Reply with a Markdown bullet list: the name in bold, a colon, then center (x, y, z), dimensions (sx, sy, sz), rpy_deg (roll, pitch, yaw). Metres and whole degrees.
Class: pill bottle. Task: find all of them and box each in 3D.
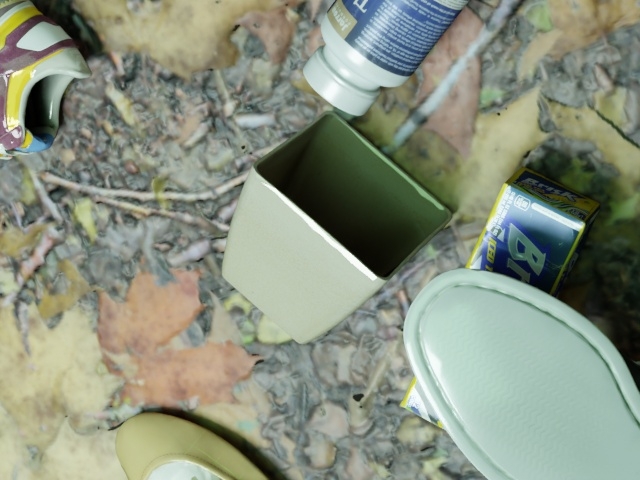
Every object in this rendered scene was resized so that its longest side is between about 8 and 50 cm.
- **pill bottle**: center (0.042, -0.138, 1.020), dimensions (0.067, 0.067, 0.120), rpy_deg (41, 114, 6)

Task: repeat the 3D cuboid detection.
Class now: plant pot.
- **plant pot**: center (0.000, 0.000, 1.058), dimensions (0.109, 0.109, 0.096), rpy_deg (41, 127, 6)

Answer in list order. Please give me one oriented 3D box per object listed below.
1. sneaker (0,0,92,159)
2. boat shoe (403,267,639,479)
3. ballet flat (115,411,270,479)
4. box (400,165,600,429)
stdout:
- **sneaker**: center (-0.233, -0.075, 1.140), dimensions (0.084, 0.069, 0.185), rpy_deg (44, 115, 11)
- **boat shoe**: center (0.172, 0.123, 1.001), dimensions (0.302, 0.091, 0.114), rpy_deg (44, 100, -5)
- **ballet flat**: center (-0.056, 0.200, 1.143), dimensions (0.232, 0.073, 0.080), rpy_deg (33, 112, 10)
- **box**: center (0.115, 0.042, 1.048), dimensions (0.059, 0.054, 0.169), rpy_deg (27, 112, 11)
